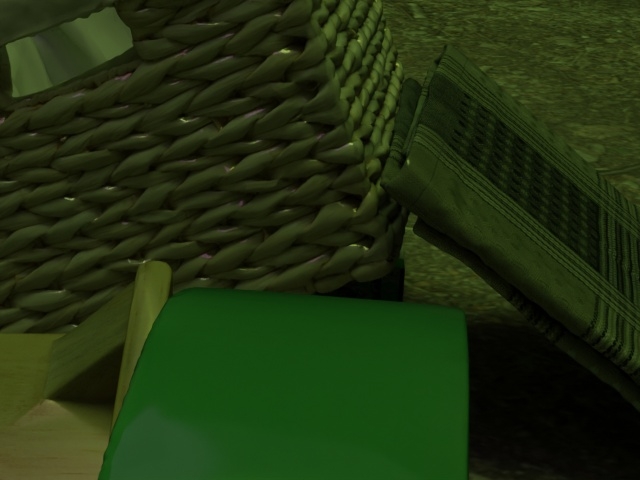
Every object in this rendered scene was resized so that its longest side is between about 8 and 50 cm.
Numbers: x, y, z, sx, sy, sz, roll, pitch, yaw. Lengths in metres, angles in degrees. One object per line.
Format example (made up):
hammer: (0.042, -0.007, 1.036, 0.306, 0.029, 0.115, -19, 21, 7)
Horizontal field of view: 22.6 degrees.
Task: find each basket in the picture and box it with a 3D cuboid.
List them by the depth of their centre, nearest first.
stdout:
basket: (-0.111, -0.096, 1.111, 0.328, 0.266, 0.331, -19, 14, 13)

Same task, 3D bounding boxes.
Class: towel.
towel: (0.172, 0.014, 1.080, 0.324, 0.056, 0.312, 41, 22, -6)

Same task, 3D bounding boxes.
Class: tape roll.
tape roll: (-0.011, 0.173, 0.406, 0.077, 0.321, 0.321, 4, 19, 4)

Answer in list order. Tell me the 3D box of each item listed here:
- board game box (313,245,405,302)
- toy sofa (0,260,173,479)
board game box: (0.000, 0.000, 1.342, 0.136, 0.035, 0.201, 3, 19, -1)
toy sofa: (-0.239, 0.118, 0.734, 0.362, 0.177, 0.150, 2, 40, 1)
